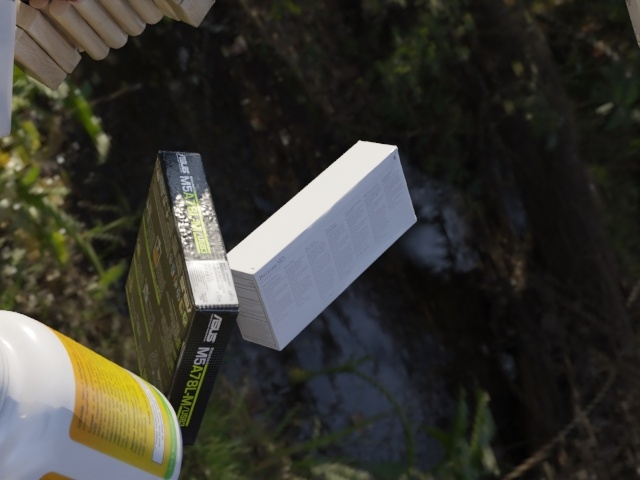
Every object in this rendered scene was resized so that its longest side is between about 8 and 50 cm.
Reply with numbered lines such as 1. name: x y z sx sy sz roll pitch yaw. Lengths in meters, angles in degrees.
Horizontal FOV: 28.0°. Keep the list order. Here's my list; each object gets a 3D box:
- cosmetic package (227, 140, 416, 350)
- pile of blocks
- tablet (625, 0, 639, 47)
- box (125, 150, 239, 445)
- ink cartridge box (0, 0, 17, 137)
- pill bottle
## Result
1. cosmetic package: 0.000 0.000 1.330 0.239 0.060 0.099 -42 131 -34
2. pile of blocks: -0.255 -0.222 1.153 0.149 0.362 0.112 68 7 25
3. tablet: 0.259 -0.202 1.062 0.054 0.006 0.083 -46 120 -86
4. box: -0.126 0.050 1.120 0.045 0.184 0.191 0 45 -19
5. ink cartridge box: -0.427 -0.151 0.859 0.285 0.394 0.166 -97 -171 -82
6. pill bottle: -0.210 0.128 0.898 0.245 0.136 0.136 45 30 -59
